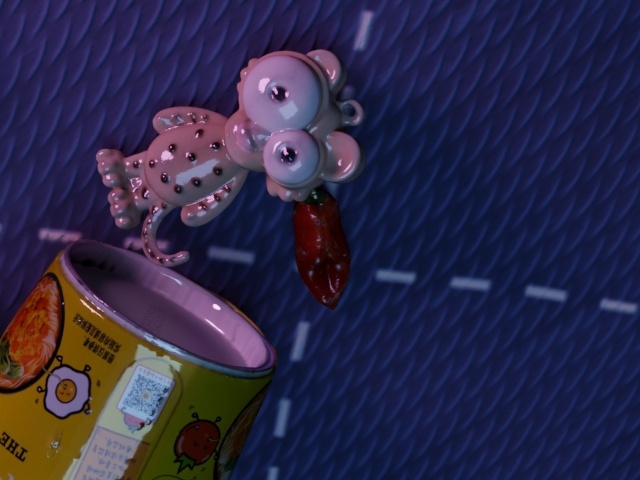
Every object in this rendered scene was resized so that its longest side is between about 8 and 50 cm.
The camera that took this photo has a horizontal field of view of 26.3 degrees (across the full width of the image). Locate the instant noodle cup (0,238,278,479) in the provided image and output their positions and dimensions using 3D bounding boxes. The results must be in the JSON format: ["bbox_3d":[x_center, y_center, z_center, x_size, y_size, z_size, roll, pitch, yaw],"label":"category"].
[{"bbox_3d":[-0.208,0.169,1.389,0.326,0.325,0.254,27,101,-16],"label":"instant noodle cup"}]

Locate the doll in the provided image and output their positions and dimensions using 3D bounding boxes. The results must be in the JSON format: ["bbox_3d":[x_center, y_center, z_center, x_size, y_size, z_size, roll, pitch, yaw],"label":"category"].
[{"bbox_3d":[-0.087,-0.086,1.365,0.278,0.119,0.154,-27,83,11],"label":"doll"}]

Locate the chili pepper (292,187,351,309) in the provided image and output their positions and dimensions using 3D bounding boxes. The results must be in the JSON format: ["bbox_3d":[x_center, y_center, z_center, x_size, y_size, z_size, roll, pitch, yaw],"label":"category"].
[{"bbox_3d":[-0.001,0.001,1.451,0.059,0.050,0.191,-19,124,-13],"label":"chili pepper"}]
